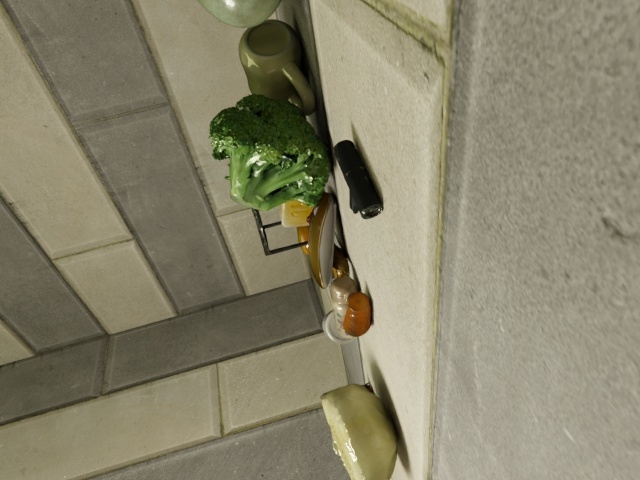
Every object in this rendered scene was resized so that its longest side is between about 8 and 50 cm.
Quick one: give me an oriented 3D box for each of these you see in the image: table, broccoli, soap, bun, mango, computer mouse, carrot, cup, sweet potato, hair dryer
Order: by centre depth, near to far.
[{"bbox_3d":[0.080,-0.082,0.920,0.195,0.050,0.173,75,178,-58],"label":"hair dryer"},{"bbox_3d":[-0.136,-0.234,1.239,0.413,0.321,0.310,147,114,-80],"label":"broccoli"},{"bbox_3d":[-0.125,-0.465,1.258,0.202,0.173,0.255,85,169,-72],"label":"cup"},{"bbox_3d":[0.110,0.222,1.288,0.193,0.087,0.087,95,160,-60],"label":"carrot"},{"bbox_3d":[0.000,0.000,1.427,0.158,0.072,0.310,-136,49,-72],"label":"computer mouse"},{"bbox_3d":[0.145,0.632,1.459,0.364,0.202,0.364,163,90,-78],"label":"bun"},{"bbox_3d":[0.050,0.051,1.510,0.274,0.067,0.067,-126,21,-66],"label":"sweet potato"},{"bbox_3d":[-0.074,-0.160,1.587,0.073,0.140,0.232,-109,17,-47],"label":"soap"},{"bbox_3d":[-0.139,-0.162,1.767,0.222,0.272,0.335,-112,9,-54],"label":"table"},{"bbox_3d":[-0.061,-0.047,2.220,0.138,0.113,0.253,76,-176,-64],"label":"mango"}]

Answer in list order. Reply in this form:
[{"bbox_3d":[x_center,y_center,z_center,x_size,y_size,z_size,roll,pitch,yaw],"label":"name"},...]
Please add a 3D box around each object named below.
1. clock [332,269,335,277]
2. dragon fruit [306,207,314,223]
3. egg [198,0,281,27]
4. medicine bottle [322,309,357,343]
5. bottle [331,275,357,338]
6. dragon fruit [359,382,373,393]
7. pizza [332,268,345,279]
[{"bbox_3d":[0.018,0.071,2.038,0.226,0.049,0.226,163,90,-85],"label":"clock"},{"bbox_3d":[0.006,-0.089,1.607,0.131,0.097,0.063,48,-156,-55],"label":"dragon fruit"},{"bbox_3d":[-0.198,-0.664,0.999,0.258,0.258,0.352,121,136,-83],"label":"egg"},{"bbox_3d":[0.074,0.324,1.704,0.341,0.130,0.130,107,147,-80],"label":"medicine bottle"},{"bbox_3d":[0.088,0.212,1.418,0.110,0.097,0.209,41,150,49],"label":"bottle"},{"bbox_3d":[0.173,0.642,1.798,0.138,0.175,0.142,155,130,-75],"label":"dragon fruit"},{"bbox_3d":[0.068,0.107,1.622,0.178,0.041,0.131,90,167,-71],"label":"pizza"}]
